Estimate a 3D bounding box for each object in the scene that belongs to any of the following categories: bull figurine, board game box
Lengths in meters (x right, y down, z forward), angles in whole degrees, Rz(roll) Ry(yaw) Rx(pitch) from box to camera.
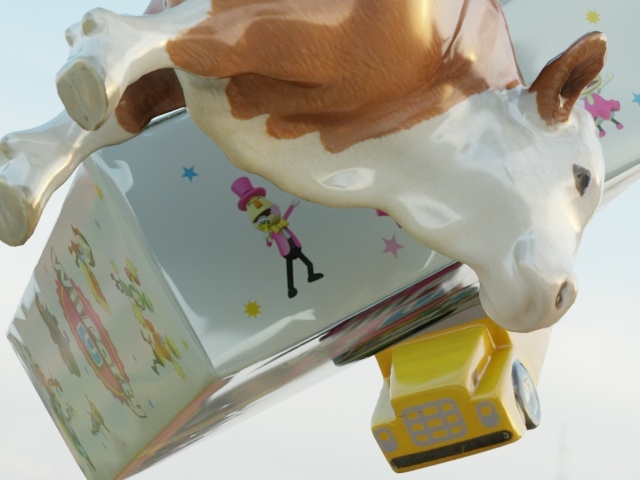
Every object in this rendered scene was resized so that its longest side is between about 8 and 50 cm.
[{"bbox_3d":[-0.021,-0.103,0.565,0.188,0.310,0.101,-26,12,-39],"label":"bull figurine"},{"bbox_3d":[0.000,0.000,0.824,0.224,0.097,0.303,-26,-8,-19],"label":"board game box"}]

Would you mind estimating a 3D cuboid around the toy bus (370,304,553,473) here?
[{"bbox_3d":[0.111,0.038,1.485,0.108,0.130,0.333,-16,21,21],"label":"toy bus"}]
